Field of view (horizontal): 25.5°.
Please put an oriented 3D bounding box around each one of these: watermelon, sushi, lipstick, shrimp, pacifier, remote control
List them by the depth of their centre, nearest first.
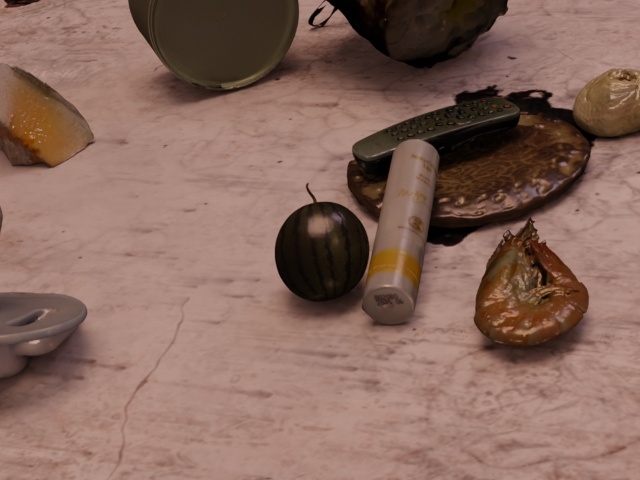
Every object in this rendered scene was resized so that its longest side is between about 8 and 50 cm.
[{"bbox_3d":[0.221,0.047,1.475,0.115,0.051,0.217,3,31,9],"label":"shrimp"},{"bbox_3d":[-0.383,0.037,1.525,0.279,0.207,0.227,3,15,21],"label":"pacifier"},{"bbox_3d":[0.000,0.000,1.541,0.105,0.133,0.105,-8,-12,-2],"label":"watermelon"},{"bbox_3d":[0.092,-0.016,1.575,0.059,0.059,0.264,-2,40,14],"label":"lipstick"},{"bbox_3d":[0.143,-0.132,1.744,0.222,0.042,0.072,-20,31,-19],"label":"remote control"},{"bbox_3d":[0.118,-0.422,1.991,0.281,0.299,0.294,-23,57,-41],"label":"sushi"}]

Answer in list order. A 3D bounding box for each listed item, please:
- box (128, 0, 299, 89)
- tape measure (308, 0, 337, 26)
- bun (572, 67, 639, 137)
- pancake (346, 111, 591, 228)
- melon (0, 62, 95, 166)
[{"bbox_3d":[-0.156,-0.348,2.077,0.226,0.226,0.149,-18,31,-13],"label":"box"},{"bbox_3d":[0.049,-0.414,2.244,0.180,0.104,0.107,-17,35,-13],"label":"tape measure"},{"bbox_3d":[0.375,-0.180,1.788,0.115,0.069,0.115,-9,29,5],"label":"bun"},{"bbox_3d":[0.178,-0.092,1.740,0.288,0.033,0.286,-33,36,-34],"label":"pancake"},{"bbox_3d":[-0.428,-0.161,1.974,0.139,0.202,0.093,-28,33,45],"label":"melon"}]
